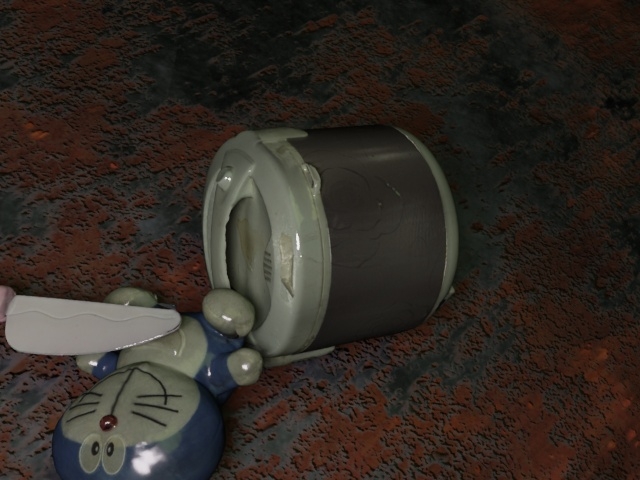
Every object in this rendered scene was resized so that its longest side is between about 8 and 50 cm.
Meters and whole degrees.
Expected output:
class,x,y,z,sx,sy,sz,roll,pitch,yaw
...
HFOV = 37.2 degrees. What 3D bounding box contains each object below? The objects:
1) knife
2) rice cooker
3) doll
class,x,y,z,sx,sy,sz,roll,pitch,yaw
knife,-0.316,0.081,1.024,0.335,0.043,0.081,6,58,13
rice cooker,-0.003,0.000,1.167,0.277,0.288,0.288,-9,57,-28
doll,-0.180,0.172,1.026,0.228,0.154,0.258,1,35,20
